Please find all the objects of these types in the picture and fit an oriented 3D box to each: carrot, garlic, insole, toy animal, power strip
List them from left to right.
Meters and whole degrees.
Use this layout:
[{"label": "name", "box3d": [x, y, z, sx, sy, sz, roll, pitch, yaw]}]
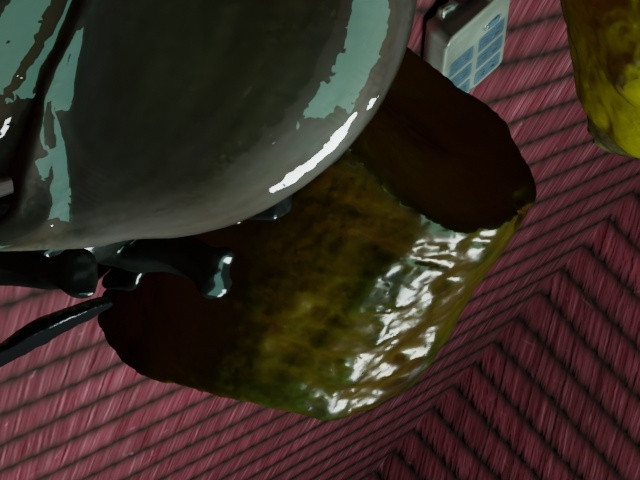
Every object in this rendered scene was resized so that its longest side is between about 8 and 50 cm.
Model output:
[{"label": "insole", "box3d": [-0.283, 0.114, 1.252, 0.348, 0.009, 0.119, -28, 176, 20]}, {"label": "garlic", "box3d": [-0.108, -0.085, 0.887, 0.340, 0.231, 0.246, -48, 169, -3]}, {"label": "toy animal", "box3d": [-0.129, -0.023, 1.207, 0.245, 0.146, 0.115, 6, 91, -43]}, {"label": "carrot", "box3d": [0.000, 0.000, 1.418, 0.241, 0.241, 0.341, -27, 158, -47]}, {"label": "power strip", "box3d": [0.126, -0.173, 1.671, 0.081, 0.035, 0.192, -40, 167, -10]}]

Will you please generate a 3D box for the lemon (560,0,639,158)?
[{"label": "lemon", "box3d": [0.369, -0.214, 1.594, 0.387, 0.350, 0.350, -53, 163, 22]}]
